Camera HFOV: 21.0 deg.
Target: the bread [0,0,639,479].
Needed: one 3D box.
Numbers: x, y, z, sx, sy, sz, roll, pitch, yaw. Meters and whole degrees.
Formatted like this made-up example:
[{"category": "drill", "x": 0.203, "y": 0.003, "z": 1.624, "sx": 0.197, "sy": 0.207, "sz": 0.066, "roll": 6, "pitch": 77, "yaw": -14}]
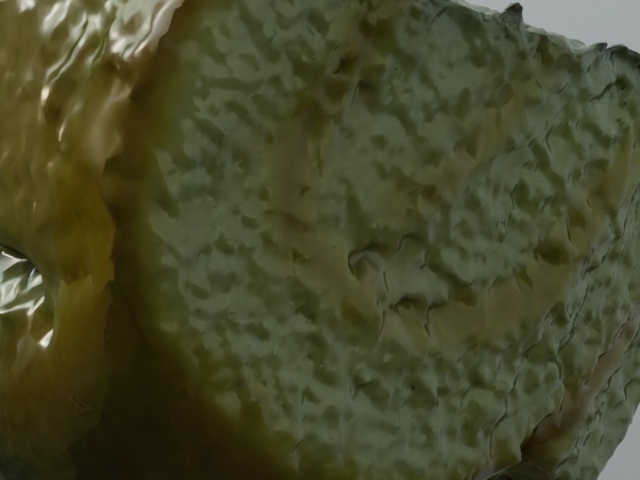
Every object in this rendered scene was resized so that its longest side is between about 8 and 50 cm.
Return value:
[{"category": "bread", "x": 0.004, "y": 0.006, "z": 0.757, "sx": 0.395, "sy": 0.264, "sz": 0.239, "roll": 14, "pitch": 5, "yaw": -43}]
